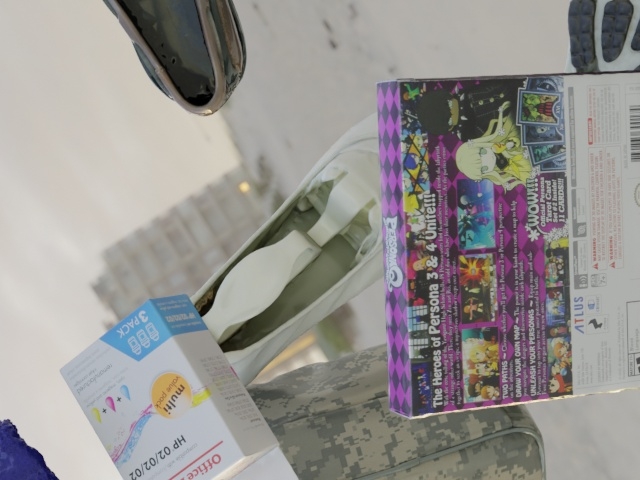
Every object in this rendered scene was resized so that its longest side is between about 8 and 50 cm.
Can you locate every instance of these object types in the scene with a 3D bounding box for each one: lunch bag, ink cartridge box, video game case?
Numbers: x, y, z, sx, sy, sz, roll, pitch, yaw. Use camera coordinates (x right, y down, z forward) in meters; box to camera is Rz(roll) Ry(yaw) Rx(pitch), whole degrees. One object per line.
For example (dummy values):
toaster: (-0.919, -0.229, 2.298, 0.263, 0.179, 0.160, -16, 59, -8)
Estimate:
lunch bag: (0.056, 0.213, 1.644, 0.256, 0.305, 0.213, -119, 17, -49)
ink cartridge box: (-0.108, 0.145, 1.262, 0.181, 0.104, 0.061, 57, -159, 12)
video game case: (0.144, -0.002, 1.147, 0.042, 0.210, 0.232, -171, 77, -66)

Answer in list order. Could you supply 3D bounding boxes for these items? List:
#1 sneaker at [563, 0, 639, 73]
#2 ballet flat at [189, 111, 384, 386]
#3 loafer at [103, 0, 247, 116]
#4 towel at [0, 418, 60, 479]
sneaker: (0.340, -0.178, 1.696, 0.158, 0.410, 0.182, 31, -159, 28)
ballet flat: (0.000, 0.000, 1.629, 0.139, 0.400, 0.139, 42, 165, 14)
loafer: (-0.119, -0.200, 1.025, 0.268, 0.096, 0.084, 62, -174, -20)
towel: (-0.310, 0.292, 1.242, 0.076, 0.308, 0.228, 39, 161, 51)
